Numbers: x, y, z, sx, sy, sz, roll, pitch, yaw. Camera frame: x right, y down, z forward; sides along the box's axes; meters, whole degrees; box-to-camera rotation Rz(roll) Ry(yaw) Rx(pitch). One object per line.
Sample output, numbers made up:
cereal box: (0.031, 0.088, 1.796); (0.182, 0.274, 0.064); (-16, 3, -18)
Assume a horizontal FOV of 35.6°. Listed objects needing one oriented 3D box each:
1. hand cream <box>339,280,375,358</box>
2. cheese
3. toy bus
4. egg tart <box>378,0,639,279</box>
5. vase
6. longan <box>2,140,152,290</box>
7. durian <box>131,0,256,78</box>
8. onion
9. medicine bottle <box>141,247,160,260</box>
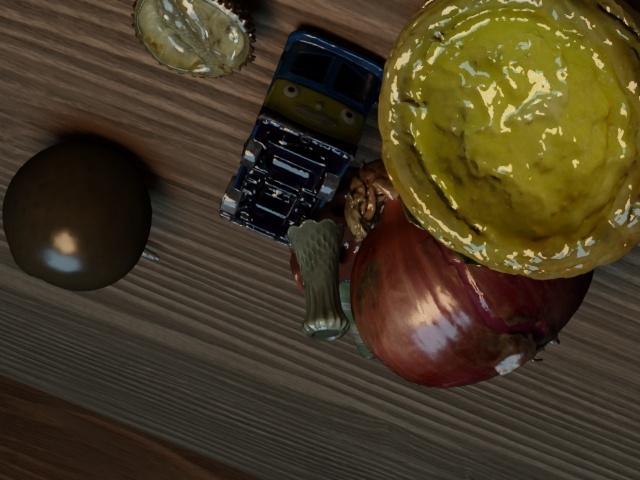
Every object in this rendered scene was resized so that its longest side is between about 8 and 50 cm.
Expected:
hand cream: (0.068, 0.143, 1.864); (0.086, 0.055, 0.235); (2, 139, 27)
cheese: (-0.002, -0.022, 1.526); (0.177, 0.203, 0.128); (37, 167, 38)
toy bus: (-0.030, -0.124, 1.332); (0.138, 0.175, 0.288); (24, 151, -5)
egg tart: (0.231, -0.124, 1.090); (0.345, 0.345, 0.132); (7, -167, 29)
vase: (0.000, 0.055, 1.299); (0.081, 0.149, 0.081); (-5, 157, -2)
longan: (-0.405, -0.038, 1.655); (0.258, 0.258, 0.258); (17, 151, 9)
durian: (-0.154, -0.288, 1.228); (0.148, 0.091, 0.188); (-9, 137, 25)
onion: (0.191, 0.050, 1.316); (0.353, 0.354, 0.354); (17, 151, 9)
medicine bottle: (-0.402, -0.004, 1.924); (0.199, 0.058, 0.057); (24, 152, -6)
